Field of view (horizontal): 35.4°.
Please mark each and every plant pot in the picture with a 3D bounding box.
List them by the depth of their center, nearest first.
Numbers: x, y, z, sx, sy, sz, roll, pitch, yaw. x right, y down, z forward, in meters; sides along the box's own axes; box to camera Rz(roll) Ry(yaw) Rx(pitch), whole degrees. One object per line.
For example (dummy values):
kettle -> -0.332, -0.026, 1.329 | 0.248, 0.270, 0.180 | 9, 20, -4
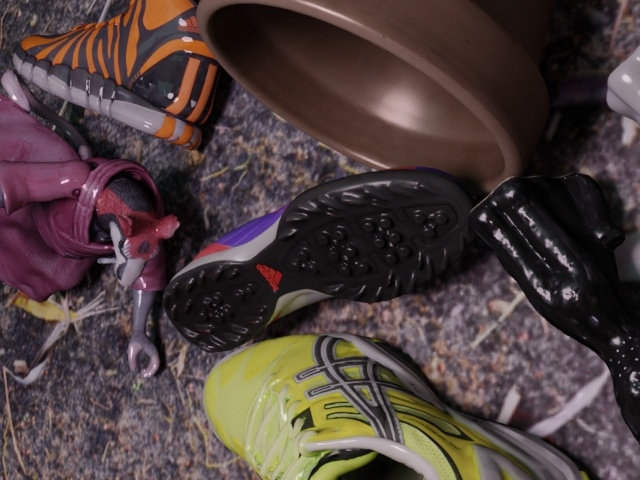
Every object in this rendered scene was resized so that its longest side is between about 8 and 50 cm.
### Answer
plant pot -> 0.075, -0.191, 0.734 | 0.263, 0.263, 0.229 | 15, 72, 47

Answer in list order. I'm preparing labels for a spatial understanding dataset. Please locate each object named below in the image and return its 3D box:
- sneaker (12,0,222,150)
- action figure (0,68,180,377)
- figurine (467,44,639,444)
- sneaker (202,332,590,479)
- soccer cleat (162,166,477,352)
sneaker -> -0.211, -0.224, 1.119 | 0.321, 0.124, 0.180 | 24, 93, 36
action figure -> -0.249, -0.030, 1.077 | 0.370, 0.248, 0.276 | 1, 57, 47
figurine -> 0.228, 0.005, 0.620 | 0.215, 0.092, 0.209 | -47, 58, 26
sneaker -> 0.019, 0.150, 0.746 | 0.384, 0.147, 0.145 | 13, 91, 49
soccer cleat -> 0.000, 0.000, 0.834 | 0.318, 0.109, 0.116 | -25, 19, 39
